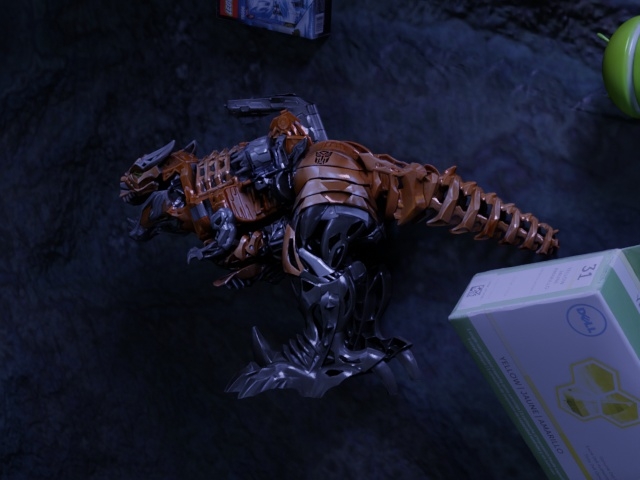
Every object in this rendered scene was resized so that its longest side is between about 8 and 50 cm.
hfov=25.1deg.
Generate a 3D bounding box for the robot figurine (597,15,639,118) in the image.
[{"bbox_3d":[0.226,-0.107,0.891,0.115,0.067,0.101,7,119,36],"label":"robot figurine"}]

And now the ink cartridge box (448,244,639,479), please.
[{"bbox_3d":[0.224,0.081,0.939,0.235,0.056,0.171,-12,120,41],"label":"ink cartridge box"}]

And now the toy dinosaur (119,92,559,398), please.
[{"bbox_3d":[0.000,0.000,1.062,0.322,0.164,0.218,3,93,41],"label":"toy dinosaur"}]

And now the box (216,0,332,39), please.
[{"bbox_3d":[-0.033,-0.226,1.076,0.094,0.027,0.137,18,117,31],"label":"box"}]
